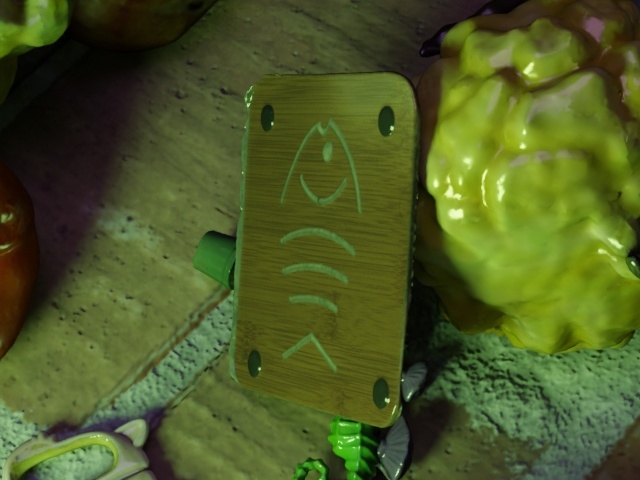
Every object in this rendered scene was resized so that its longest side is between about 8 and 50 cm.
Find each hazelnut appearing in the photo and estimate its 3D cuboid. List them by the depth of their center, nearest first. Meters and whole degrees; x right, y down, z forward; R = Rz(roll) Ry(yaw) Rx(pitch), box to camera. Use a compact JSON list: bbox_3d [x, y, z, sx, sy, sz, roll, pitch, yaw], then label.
[{"bbox_3d":[-0.182,-0.307,1.890,0.217,0.217,0.251,27,81,23],"label":"hazelnut"}]

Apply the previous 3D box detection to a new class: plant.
[{"bbox_3d":[-0.065,0.027,1.738,0.102,0.051,0.051,22,63,15],"label":"plant"}]

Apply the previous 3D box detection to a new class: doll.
[{"bbox_3d":[0.029,0.159,1.640,0.115,0.050,0.190,8,61,9],"label":"doll"}]

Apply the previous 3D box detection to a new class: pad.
[{"bbox_3d":[0.000,0.000,1.583,0.018,0.286,0.284,3,92,-30],"label":"pad"}]

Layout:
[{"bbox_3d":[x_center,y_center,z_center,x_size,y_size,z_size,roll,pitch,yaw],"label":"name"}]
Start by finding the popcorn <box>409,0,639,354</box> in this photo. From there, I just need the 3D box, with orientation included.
[{"bbox_3d":[0.204,-0.083,1.609,0.349,0.349,0.381,-5,50,5],"label":"popcorn"}]

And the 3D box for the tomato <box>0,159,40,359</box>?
[{"bbox_3d":[-0.374,0.018,1.674,0.180,0.260,0.260,8,56,40],"label":"tomato"}]

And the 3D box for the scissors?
[{"bbox_3d":[-0.279,0.260,1.635,0.317,0.024,0.160,-24,59,-8],"label":"scissors"}]

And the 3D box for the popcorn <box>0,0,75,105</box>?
[{"bbox_3d":[-0.398,-0.220,1.803,0.292,0.334,0.293,33,38,-5],"label":"popcorn"}]
